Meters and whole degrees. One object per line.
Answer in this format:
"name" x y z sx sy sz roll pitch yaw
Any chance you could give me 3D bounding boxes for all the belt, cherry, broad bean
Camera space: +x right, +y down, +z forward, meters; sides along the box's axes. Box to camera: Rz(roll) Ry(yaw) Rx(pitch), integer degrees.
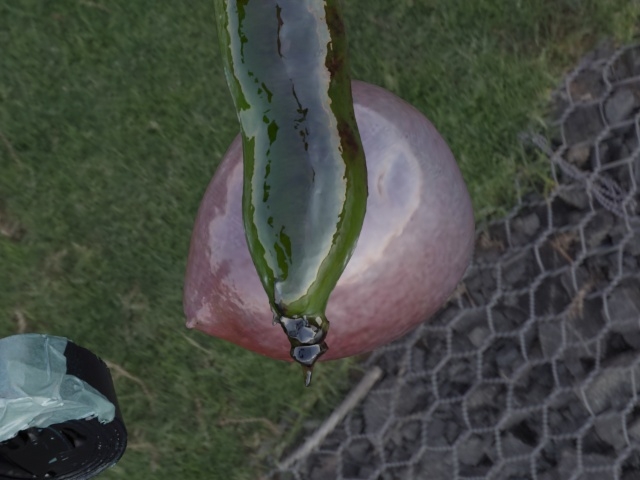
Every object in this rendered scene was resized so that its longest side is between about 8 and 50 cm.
"belt" -0.249 0.151 0.978 0.151 0.198 0.078 -28 57 10
"cherry" 0.010 -0.003 0.946 0.206 0.239 0.239 10 75 29
"broad bean" -0.017 -0.084 0.671 0.077 0.061 0.339 -7 85 -2
